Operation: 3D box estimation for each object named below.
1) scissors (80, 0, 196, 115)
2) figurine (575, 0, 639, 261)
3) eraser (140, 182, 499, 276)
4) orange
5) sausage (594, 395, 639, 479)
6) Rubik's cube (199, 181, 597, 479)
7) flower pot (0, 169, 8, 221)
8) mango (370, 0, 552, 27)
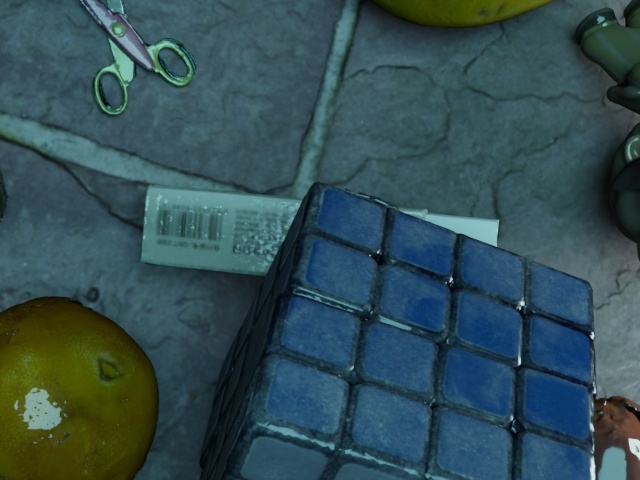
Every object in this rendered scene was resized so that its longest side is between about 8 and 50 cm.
[{"bbox_3d":[-0.244,-0.256,1.484,0.133,0.020,0.187,-28,92,-16],"label":"scissors"},{"bbox_3d":[0.448,-0.130,1.532,0.248,0.203,0.381,-15,76,-19],"label":"figurine"},{"bbox_3d":[0.000,0.000,1.419,0.403,0.096,0.098,6,89,3],"label":"eraser"},{"bbox_3d":[-0.294,0.184,1.319,0.240,0.240,0.240,1,84,-11],"label":"orange"},{"bbox_3d":[0.342,0.329,1.476,0.152,0.152,0.280,4,82,-11],"label":"sausage"},{"bbox_3d":[0.066,0.204,1.277,0.344,0.344,0.337,19,43,-6],"label":"Rubik's cube"},{"bbox_3d":[-0.470,-0.086,1.341,0.235,0.235,0.141,-11,65,-12],"label":"flower pot"},{"bbox_3d":[0.203,-0.397,1.504,0.365,0.182,0.253,-26,91,-13],"label":"mango"}]
